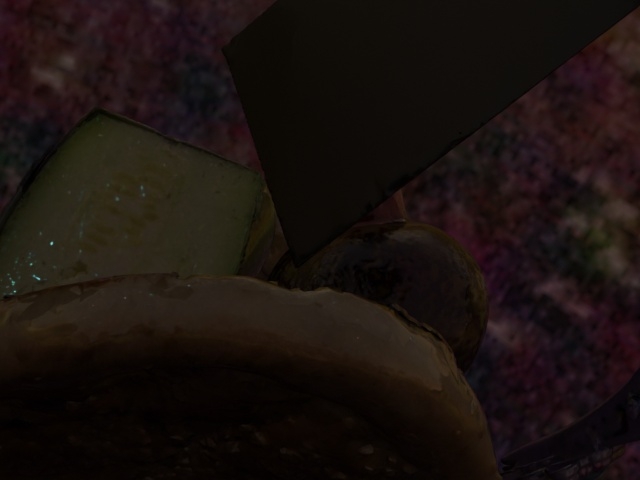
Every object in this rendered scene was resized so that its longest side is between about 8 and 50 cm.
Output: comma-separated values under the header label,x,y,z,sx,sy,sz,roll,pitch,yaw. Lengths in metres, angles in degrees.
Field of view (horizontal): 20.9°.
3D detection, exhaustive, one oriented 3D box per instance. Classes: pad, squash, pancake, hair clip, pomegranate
label,x,y,z,sx,sy,sz,roll,pitch,yaw
pad,0.089,-0.170,1.225,0.007,0.367,0.247,33,26,-42
squash,-0.212,0.062,1.595,0.233,0.210,0.309,24,42,11
pancake,-0.080,0.138,0.999,0.382,0.382,0.071,16,52,-15
hair clip,0.286,0.206,1.796,0.090,0.278,0.137,51,35,9
pomegranate,0.047,0.030,1.535,0.214,0.248,0.214,-4,2,0

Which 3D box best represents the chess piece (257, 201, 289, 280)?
label,x,y,z,sx,sy,sz,roll,pitch,yaw
chess piece,0.000,0.000,1.889,0.170,0.094,0.094,-2,16,38
